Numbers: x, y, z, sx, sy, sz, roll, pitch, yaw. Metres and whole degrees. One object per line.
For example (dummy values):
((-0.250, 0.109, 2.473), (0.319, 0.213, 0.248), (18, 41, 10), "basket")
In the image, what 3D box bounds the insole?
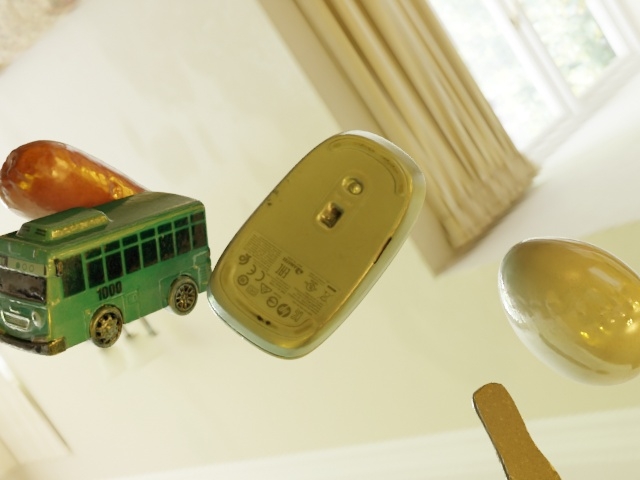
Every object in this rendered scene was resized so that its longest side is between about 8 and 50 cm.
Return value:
((0.229, 0.248, 1.302), (0.063, 0.192, 0.010), (-26, 173, -22), "insole")

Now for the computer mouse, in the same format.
((0.001, 0.001, 1.317), (0.288, 0.159, 0.097), (-53, 170, -11), "computer mouse")

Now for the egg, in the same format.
((0.299, 0.079, 1.348), (0.151, 0.209, 0.151), (-49, 173, -8), "egg")

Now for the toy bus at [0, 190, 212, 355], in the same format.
((-0.253, 0.031, 1.338), (0.128, 0.147, 0.256), (10, -160, 38), "toy bus")

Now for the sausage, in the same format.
((-0.294, -0.048, 1.466), (0.114, 0.259, 0.113), (-17, -121, 30), "sausage")
